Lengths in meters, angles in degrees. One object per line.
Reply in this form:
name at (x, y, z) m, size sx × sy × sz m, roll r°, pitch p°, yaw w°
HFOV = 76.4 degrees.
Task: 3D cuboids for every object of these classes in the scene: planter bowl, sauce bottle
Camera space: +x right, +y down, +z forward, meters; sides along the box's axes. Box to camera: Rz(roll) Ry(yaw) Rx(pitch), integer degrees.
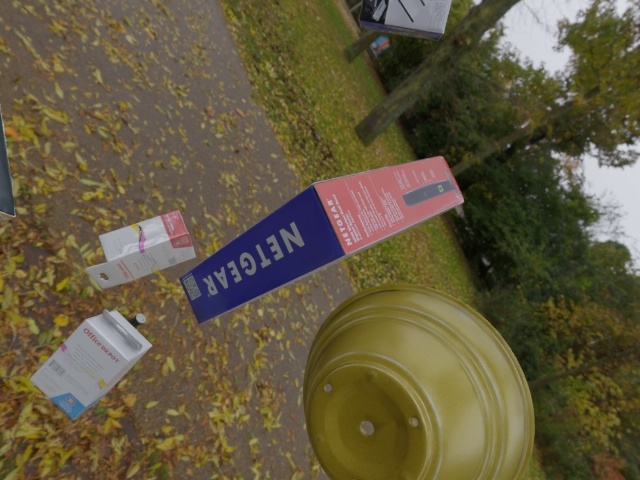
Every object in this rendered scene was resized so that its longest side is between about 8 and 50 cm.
planter bowl at (0.055, 0.145, 0.341) m, size 0.090 × 0.217 × 0.217 m, roll 8°, pitch 57°, yaw -60°
sauce bottle at (-0.472, 0.217, 0.983) m, size 0.042 × 0.128 × 0.042 m, roll 45°, pitch 26°, yaw -29°

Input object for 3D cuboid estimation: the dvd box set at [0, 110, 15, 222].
dvd box set at (-0.847, -0.111, 0.821) m, size 0.062 × 0.421 × 0.307 m, roll 67°, pitch 1°, yaw -73°

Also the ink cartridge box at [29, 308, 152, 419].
ink cartridge box at (-0.351, 0.185, 0.646) m, size 0.092 × 0.143 × 0.090 m, roll 44°, pitch 0°, yaw 0°

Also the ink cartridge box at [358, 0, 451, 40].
ink cartridge box at (0.110, -0.340, 0.444) m, size 0.046 × 0.097 × 0.206 m, roll -63°, pitch 164°, yaw -72°

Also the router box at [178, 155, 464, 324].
router box at (0.000, 0.000, 0.615) m, size 0.301 × 0.336 × 0.082 m, roll -20°, pitch 84°, yaw -47°

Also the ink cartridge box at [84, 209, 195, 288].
ink cartridge box at (-0.372, 0.021, 0.842) m, size 0.067 × 0.198 × 0.115 m, roll 60°, pitch -21°, yaw 21°
